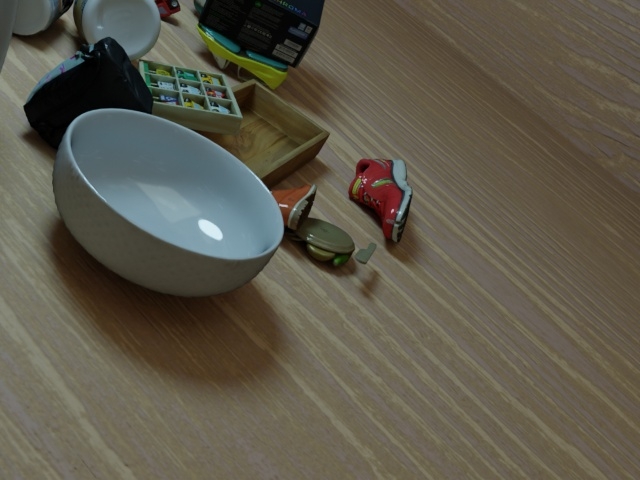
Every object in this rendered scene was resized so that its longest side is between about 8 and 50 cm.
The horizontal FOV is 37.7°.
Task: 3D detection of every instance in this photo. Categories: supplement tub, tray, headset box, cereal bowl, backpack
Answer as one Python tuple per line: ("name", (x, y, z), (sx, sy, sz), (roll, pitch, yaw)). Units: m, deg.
("supplement tub", (-0.532, -0.463, 1.763), (0.117, 0.117, 0.190), (28, 26, -12))
("supplement tub", (-0.393, -0.426, 1.790), (0.144, 0.144, 0.200), (19, 11, -28))
("tray", (-0.143, -0.193, 1.790), (0.203, 0.076, 0.411), (36, 25, 6))
("headset box", (-0.119, -0.565, 2.144), (0.246, 0.131, 0.283), (24, 42, -13))
("cereal bowl", (-0.229, -0.035, 1.339), (0.339, 0.141, 0.339), (27, 26, -14))
("backpack", (-0.367, -0.221, 1.470), (0.151, 0.182, 0.115), (60, 17, -19))

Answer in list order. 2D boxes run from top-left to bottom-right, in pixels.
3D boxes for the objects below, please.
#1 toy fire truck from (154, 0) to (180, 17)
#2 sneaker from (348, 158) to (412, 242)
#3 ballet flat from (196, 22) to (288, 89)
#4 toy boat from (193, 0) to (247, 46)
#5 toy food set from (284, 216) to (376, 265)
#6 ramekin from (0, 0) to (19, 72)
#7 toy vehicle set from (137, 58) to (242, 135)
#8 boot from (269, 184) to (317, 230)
("toy fire truck", (-0.414, -0.581, 2.125), (0.047, 0.135, 0.192), (-105, 172, -54))
("sneaker", (0.115, -0.085, 1.902), (0.119, 0.107, 0.279), (9, 27, -7))
("ballet flat", (-0.185, -0.408, 2.109), (0.231, 0.077, 0.077), (26, 31, -11))
("toy boat", (-0.156, -0.556, 2.355), (0.267, 0.148, 0.318), (38, 33, 21))
("toy food set", (0.000, 0.000, 1.669), (0.192, 0.038, 0.132), (25, 19, 8))
("ramekin", (-0.514, -0.258, 1.261), (0.135, 0.277, 0.277), (19, 29, -13))
("toy vehicle set", (-0.239, -0.257, 1.668), (0.166, 0.035, 0.267), (7, 24, -16))
("boot", (-0.056, -0.072, 1.656), (0.085, 0.059, 0.158), (19, 21, 8))
